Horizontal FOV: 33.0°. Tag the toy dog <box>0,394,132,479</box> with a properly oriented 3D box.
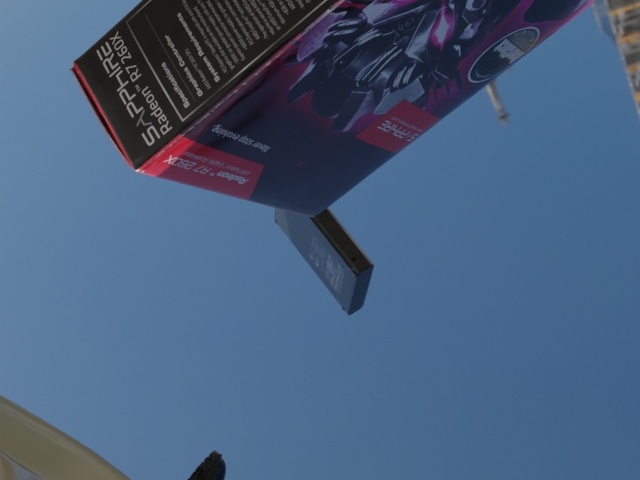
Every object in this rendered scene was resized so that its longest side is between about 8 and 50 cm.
[{"bbox_3d":[-0.232,0.209,0.242,0.408,0.395,0.284,-54,-150,-6],"label":"toy dog"}]

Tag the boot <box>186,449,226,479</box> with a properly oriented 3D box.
[{"bbox_3d":[-0.084,0.245,0.886,0.099,0.045,0.121,34,-128,5],"label":"boot"}]

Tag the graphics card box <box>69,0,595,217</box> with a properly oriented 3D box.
[{"bbox_3d":[0.061,-0.162,0.656,0.371,0.233,0.094,-38,-111,17],"label":"graphics card box"}]

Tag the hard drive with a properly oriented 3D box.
[{"bbox_3d":[0.000,0.000,1.071,0.022,0.094,0.135,-30,-112,-20],"label":"hard drive"}]
